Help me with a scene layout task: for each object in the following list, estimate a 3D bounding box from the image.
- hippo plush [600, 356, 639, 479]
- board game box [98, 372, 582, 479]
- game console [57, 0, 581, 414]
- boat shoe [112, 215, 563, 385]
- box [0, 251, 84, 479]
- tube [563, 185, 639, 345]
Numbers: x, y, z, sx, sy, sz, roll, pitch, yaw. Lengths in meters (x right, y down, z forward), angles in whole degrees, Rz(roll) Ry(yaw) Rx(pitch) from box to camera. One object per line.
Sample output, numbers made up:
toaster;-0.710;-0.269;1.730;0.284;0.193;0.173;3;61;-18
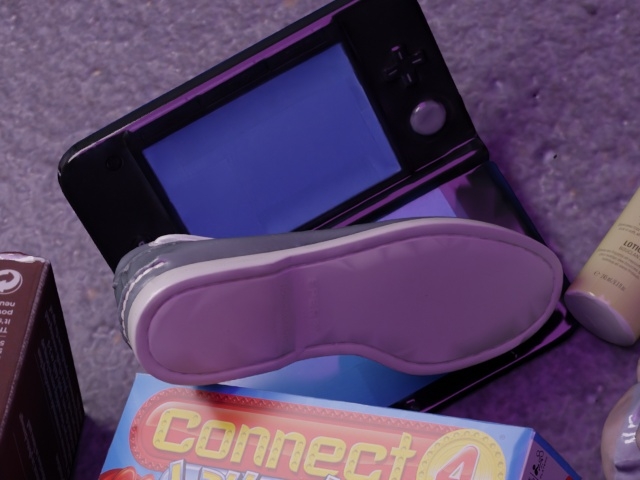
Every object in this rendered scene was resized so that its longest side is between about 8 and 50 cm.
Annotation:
hippo plush;0.353;0.117;1.218;0.236;0.234;0.294;44;96;-3
board game box;-0.025;0.252;1.181;0.308;0.086;0.302;5;66;31
game console;0.000;0.000;1.356;0.293;0.250;0.173;-29;35;-2
boat shoe;0.012;0.028;1.287;0.319;0.116;0.099;-6;25;-22
box;-0.265;0.210;1.245;0.143;0.191;0.381;2;49;5
tube;0.266;-0.032;1.365;0.070;0.062;0.240;45;71;-14
